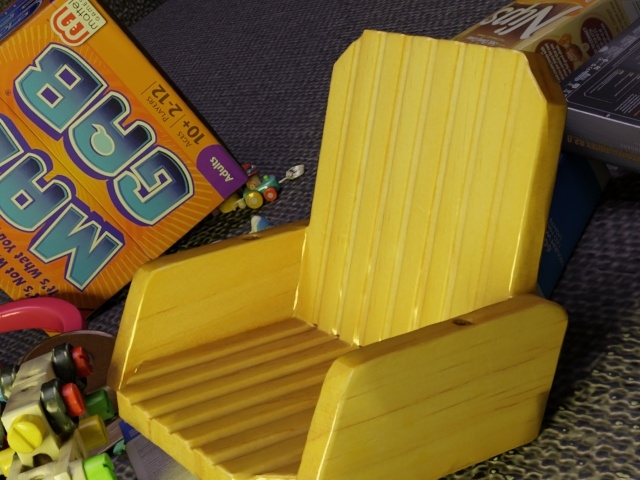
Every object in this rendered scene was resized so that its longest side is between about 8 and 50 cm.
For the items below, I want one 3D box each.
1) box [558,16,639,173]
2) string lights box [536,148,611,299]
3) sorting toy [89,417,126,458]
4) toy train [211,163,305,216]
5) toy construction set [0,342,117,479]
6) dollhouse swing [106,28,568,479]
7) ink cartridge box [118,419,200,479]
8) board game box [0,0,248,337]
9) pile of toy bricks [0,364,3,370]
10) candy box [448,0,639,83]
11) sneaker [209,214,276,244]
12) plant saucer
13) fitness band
[{"bbox_3d":[0.355,-0.149,1.253,0.183,0.056,0.231,22,48,37],"label":"box"},{"bbox_3d":[0.181,-0.010,1.258,0.133,0.077,0.260,-13,28,39],"label":"string lights box"},{"bbox_3d":[-0.231,0.223,1.380,0.062,0.012,0.083,-31,18,-13],"label":"sorting toy"},{"bbox_3d":[-0.106,-0.091,1.846,0.166,0.046,0.125,-6,34,48],"label":"toy train"},{"bbox_3d":[-0.236,0.223,1.153,0.151,0.215,0.327,-25,15,-15],"label":"toy construction set"},{"bbox_3d":[0.000,0.000,1.063,0.315,0.305,0.347,-14,21,-30],"label":"dollhouse swing"},{"bbox_3d":[-0.073,0.199,1.161,0.186,0.065,0.311,-33,25,-7],"label":"ink cartridge box"},{"bbox_3d":[-0.377,-0.146,1.841,0.356,0.356,0.356,-40,22,1],"label":"board game box"},{"bbox_3d":[-0.534,0.192,1.687,0.105,0.118,0.212,-37,-4,35],"label":"pile of toy bricks"},{"bbox_3d":[0.309,-0.269,1.631,0.316,0.087,0.183,-30,22,2],"label":"candy box"},{"bbox_3d":[-0.128,0.048,1.529,0.211,0.081,0.080,-35,24,-4],"label":"sneaker"},{"bbox_3d":[-0.287,0.154,1.488,0.168,0.029,0.168,-3,34,2],"label":"plant saucer"},{"bbox_3d":[-0.390,0.171,1.580,0.209,0.054,0.291,-14,31,1],"label":"fitness band"}]
